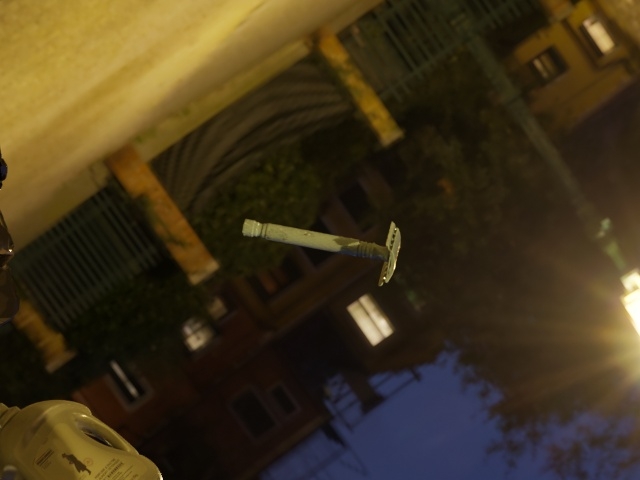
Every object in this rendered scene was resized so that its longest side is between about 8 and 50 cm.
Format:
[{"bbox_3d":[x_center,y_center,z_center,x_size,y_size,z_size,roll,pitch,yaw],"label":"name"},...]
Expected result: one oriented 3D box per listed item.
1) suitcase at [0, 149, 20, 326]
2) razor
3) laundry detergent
[{"bbox_3d":[-0.355,0.013,0.530,0.434,0.194,0.283,-16,177,-23],"label":"suitcase"},{"bbox_3d":[0.000,0.000,1.782,0.106,0.232,0.068,-69,169,-70],"label":"razor"},{"bbox_3d":[-0.358,0.313,1.699,0.181,0.253,0.091,-44,167,-43],"label":"laundry detergent"}]
